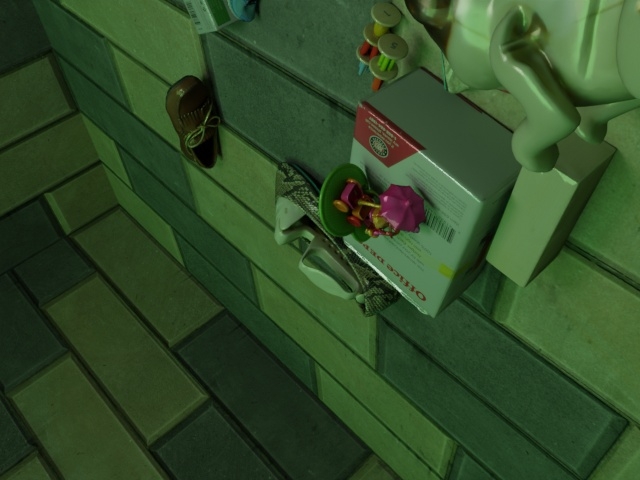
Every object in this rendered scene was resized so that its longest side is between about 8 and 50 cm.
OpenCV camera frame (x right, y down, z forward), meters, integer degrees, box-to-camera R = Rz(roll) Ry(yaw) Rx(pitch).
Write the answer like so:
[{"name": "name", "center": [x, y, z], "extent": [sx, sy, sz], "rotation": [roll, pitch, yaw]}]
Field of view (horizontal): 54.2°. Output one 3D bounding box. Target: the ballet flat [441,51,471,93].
[{"name": "ballet flat", "center": [0.210, -0.311, 0.977], "extent": [0.052, 0.057, 0.168], "rotation": [0, 131, 27]}]

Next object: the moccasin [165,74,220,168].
[{"name": "moccasin", "center": [-0.364, -0.335, 1.835], "extent": [0.147, 0.139, 0.380], "rotation": [45, 154, 16]}]

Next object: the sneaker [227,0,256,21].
[{"name": "sneaker", "center": [-0.152, -0.523, 1.308], "extent": [0.073, 0.063, 0.162], "rotation": [40, 153, 20]}]

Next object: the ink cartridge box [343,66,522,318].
[{"name": "ink cartridge box", "center": [0.195, -0.074, 1.163], "extent": [0.279, 0.160, 0.385], "rotation": [43, 153, 22]}]

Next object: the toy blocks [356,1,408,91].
[{"name": "toy blocks", "center": [0.100, -0.317, 1.094], "extent": [0.148, 0.054, 0.123], "rotation": [116, 149, -63]}]

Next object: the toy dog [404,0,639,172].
[{"name": "toy dog", "center": [0.273, -0.257, 0.654], "extent": [0.408, 0.284, 0.396], "rotation": [22, 140, 52]}]

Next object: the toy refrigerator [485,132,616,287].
[{"name": "toy refrigerator", "center": [0.351, -0.051, 0.991], "extent": [0.094, 0.102, 0.270], "rotation": [41, 153, 26]}]

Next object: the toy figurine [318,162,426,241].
[{"name": "toy figurine", "center": [0.108, -0.044, 1.056], "extent": [0.159, 0.130, 0.173], "rotation": [15, 156, 42]}]

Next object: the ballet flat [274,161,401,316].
[{"name": "ballet flat", "center": [0.000, 0.000, 1.581], "extent": [0.483, 0.182, 0.164], "rotation": [47, 156, 15]}]

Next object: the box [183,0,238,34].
[{"name": "box", "center": [-0.245, -0.537, 1.423], "extent": [0.102, 0.087, 0.101], "rotation": [17, 137, 51]}]
